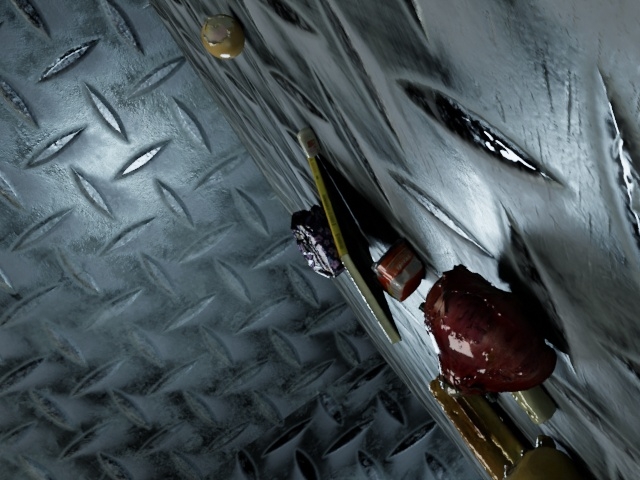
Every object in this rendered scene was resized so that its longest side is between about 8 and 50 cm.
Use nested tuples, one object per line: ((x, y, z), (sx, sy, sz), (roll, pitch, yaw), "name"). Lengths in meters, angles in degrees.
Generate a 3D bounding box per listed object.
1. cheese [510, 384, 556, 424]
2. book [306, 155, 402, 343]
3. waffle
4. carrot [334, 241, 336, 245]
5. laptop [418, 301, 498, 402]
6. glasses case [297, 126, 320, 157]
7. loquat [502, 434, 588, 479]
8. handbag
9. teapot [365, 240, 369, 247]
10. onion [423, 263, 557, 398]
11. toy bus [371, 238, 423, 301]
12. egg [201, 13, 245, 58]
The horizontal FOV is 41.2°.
((0.279, 0.188, 1.271), (0.194, 0.043, 0.065), (55, 177, 6), "cheese")
((0.061, 0.004, 1.723), (0.262, 0.028, 0.374), (57, -170, -37), "book")
((0.368, 0.435, 1.834), (0.327, 0.098, 0.224), (51, 176, 30), "waffle")
((0.112, 0.063, 2.177), (0.216, 0.048, 0.048), (48, 174, 16), "carrot")
((0.275, 0.224, 1.719), (0.207, 0.026, 0.154), (55, 175, -17), "laptop")
((-0.023, -0.192, 1.673), (0.021, 0.032, 0.083), (48, 173, 32), "glasses case")
((0.374, 0.419, 1.406), (0.172, 0.149, 0.204), (31, -134, -39), "loquat")
((0.000, 0.000, 2.334), (0.208, 0.127, 0.228), (54, -176, -5), "handbag")
((0.084, 0.013, 2.000), (0.057, 0.066, 0.088), (12, -117, -71), "teapot")
((0.192, 0.123, 1.041), (0.184, 0.147, 0.184), (40, 178, 1), "onion")
((0.145, 0.059, 1.554), (0.077, 0.079, 0.174), (45, 173, 13), "toy bus")
((-0.183, -0.384, 1.616), (0.080, 0.080, 0.096), (54, -175, 11), "egg")
